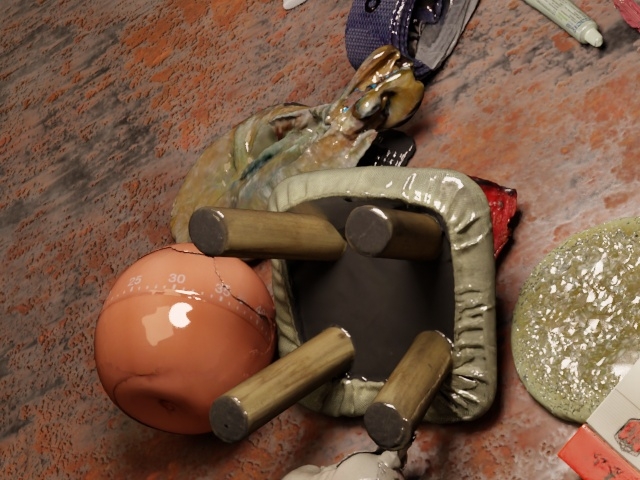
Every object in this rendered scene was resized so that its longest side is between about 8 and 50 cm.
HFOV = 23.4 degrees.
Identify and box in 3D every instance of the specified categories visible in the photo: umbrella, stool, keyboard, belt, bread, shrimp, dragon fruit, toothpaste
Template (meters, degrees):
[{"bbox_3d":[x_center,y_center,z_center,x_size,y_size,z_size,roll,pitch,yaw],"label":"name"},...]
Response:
[{"bbox_3d":[0.406,-0.272,1.939,0.027,0.025,0.165,-28,51,-7],"label":"umbrella"},{"bbox_3d":[0.023,0.078,1.770,0.310,0.226,0.310,-1,98,35],"label":"stool"},{"bbox_3d":[0.015,-0.127,2.126,0.262,0.016,0.106,20,75,41],"label":"keyboard"},{"bbox_3d":[0.120,-0.326,2.102,0.126,0.139,0.230,13,73,45],"label":"belt"},{"bbox_3d":[0.335,0.085,1.758,0.267,0.040,0.267,-18,54,26],"label":"bread"},{"bbox_3d":[-0.041,-0.114,2.090,0.446,0.110,0.221,-32,48,29],"label":"shrimp"},{"bbox_3d":[0.171,0.011,1.870,0.092,0.122,0.192,13,68,24],"label":"dragon fruit"},{"bbox_3d":[0.311,-0.305,2.024,0.048,0.029,0.197,-41,45,3],"label":"toothpaste"}]

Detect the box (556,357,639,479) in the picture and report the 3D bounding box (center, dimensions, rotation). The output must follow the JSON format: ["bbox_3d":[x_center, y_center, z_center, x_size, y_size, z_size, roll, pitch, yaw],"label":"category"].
[{"bbox_3d":[0.341,0.206,1.649,0.100,0.048,0.152,43,96,28],"label":"box"}]

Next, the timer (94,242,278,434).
[{"bbox_3d":[-0.169,0.124,1.956,0.230,0.229,0.215,-6,51,32],"label":"timer"}]

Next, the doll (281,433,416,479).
[{"bbox_3d":[0.027,0.304,1.801,0.192,0.095,0.149,-13,54,31],"label":"doll"}]

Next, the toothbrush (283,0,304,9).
[{"bbox_3d":[0.064,-0.417,2.269,0.286,0.020,0.025,-27,44,19],"label":"toothbrush"}]
